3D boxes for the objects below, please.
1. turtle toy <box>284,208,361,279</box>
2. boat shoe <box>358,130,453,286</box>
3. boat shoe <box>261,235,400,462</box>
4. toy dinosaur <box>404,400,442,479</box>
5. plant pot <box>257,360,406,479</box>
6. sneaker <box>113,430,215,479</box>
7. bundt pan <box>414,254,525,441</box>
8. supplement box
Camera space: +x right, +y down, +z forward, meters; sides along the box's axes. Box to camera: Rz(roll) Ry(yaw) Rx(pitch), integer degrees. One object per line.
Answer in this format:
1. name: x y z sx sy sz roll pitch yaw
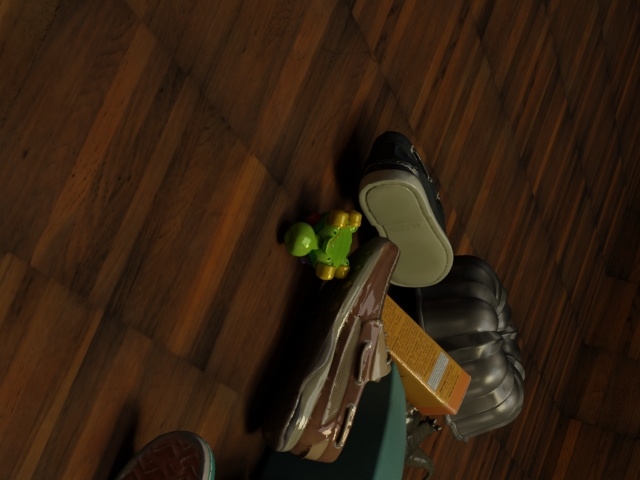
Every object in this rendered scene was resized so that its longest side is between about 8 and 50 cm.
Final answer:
1. turtle toy: 0.000 0.000 1.463 0.130 0.066 0.095 1 104 -65
2. boat shoe: 0.121 -0.043 1.649 0.340 0.127 0.113 58 29 -57
3. boat shoe: 0.036 0.151 1.530 0.324 0.116 0.123 -64 -164 -8
4. toy dinosaur: 0.147 0.310 1.970 0.160 0.121 0.313 -32 139 -41
5. plant pot: 0.039 0.292 1.626 0.166 0.165 0.234 70 34 -53
6. sneaker: -0.186 0.347 1.230 0.302 0.108 0.121 -66 157 2
7. bundt pan: 0.268 0.173 1.928 0.331 0.124 0.331 -14 90 -74
8. supplement box: 0.124 0.170 1.694 0.233 0.078 0.080 43 58 -27
